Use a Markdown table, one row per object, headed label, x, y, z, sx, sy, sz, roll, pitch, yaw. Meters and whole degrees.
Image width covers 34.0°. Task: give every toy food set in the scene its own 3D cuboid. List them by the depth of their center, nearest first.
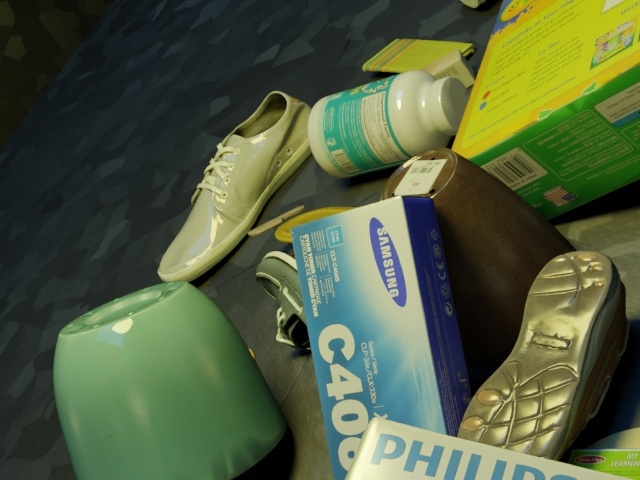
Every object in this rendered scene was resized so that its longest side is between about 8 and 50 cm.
| label | x | y | z | sx | sy | sz | roll | pitch | yaw |
| --- | --- | --- | --- | --- | --- | --- | --- | --- | --- |
| toy food set | 0.000 | 0.000 | 1.692 | 0.128 | 0.071 | 0.217 | -31 | 23 | -35 |

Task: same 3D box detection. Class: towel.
| label | x | y | z | sx | sy | sz | roll | pitch | yaw |
| --- | --- | --- | --- | --- | --- | --- | --- | --- | --- |
| towel | 0.179 | -0.339 | 1.953 | 0.102 | 0.021 | 0.237 | -41 | 29 | -18 |

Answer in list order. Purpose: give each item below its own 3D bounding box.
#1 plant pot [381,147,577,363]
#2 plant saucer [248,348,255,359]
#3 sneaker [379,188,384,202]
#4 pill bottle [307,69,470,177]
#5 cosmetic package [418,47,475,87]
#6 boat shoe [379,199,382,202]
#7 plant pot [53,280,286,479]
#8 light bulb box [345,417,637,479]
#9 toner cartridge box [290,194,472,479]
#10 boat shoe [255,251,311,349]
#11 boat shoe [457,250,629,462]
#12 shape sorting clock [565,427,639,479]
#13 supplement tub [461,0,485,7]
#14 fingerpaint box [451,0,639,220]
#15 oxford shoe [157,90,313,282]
| label | x | y | z | sx | sy | sz | roll | pitch | yaw |
| --- | --- | --- | --- | --- | --- | --- | --- | --- | --- |
| plant pot | 0.182 | 0.000 | 1.313 | 0.215 | 0.230 | 0.215 | -29 | 32 | 20 |
| plant saucer | -0.138 | 0.200 | 1.627 | 0.083 | 0.013 | 0.083 | -29 | 33 | 21 |
| sneaker | 0.131 | -0.044 | 1.618 | 0.058 | 0.052 | 0.135 | -58 | 26 | -10 |
| pill bottle | 0.117 | -0.195 | 1.725 | 0.264 | 0.146 | 0.146 | -10 | 42 | 40 |
| cosmetic package | 0.206 | -0.278 | 1.819 | 0.115 | 0.060 | 0.041 | -26 | 33 | 21 |
| boat shoe | 0.107 | 0.005 | 1.506 | 0.301 | 0.102 | 0.108 | -50 | 23 | 43 |
| plant pot | -0.221 | 0.193 | 1.404 | 0.292 | 0.235 | 0.293 | -20 | 9 | 3 |
| light bulb box | 0.154 | 0.367 | 0.743 | 0.357 | 0.225 | 0.361 | 10 | 51 | 20 |
| toner cartridge box | 0.076 | 0.136 | 1.197 | 0.165 | 0.075 | 0.348 | -16 | 81 | 35 |
| boat shoe | -0.027 | 0.108 | 1.523 | 0.099 | 0.116 | 0.319 | -43 | 35 | -11 |
| boat shoe | 0.254 | 0.169 | 1.130 | 0.123 | 0.116 | 0.324 | 15 | 67 | 46 |
| shape sorting clock | 0.297 | 0.266 | 1.022 | 0.206 | 0.040 | 0.206 | -34 | 27 | 20 |
| supplement tub | 0.325 | -0.546 | 1.951 | 0.199 | 0.144 | 0.144 | -42 | 30 | -2 |
| fingerpaint box | 0.405 | -0.258 | 1.357 | 0.444 | 0.163 | 0.371 | -29 | 31 | 49 |
| oxford shoe | -0.167 | -0.107 | 1.950 | 0.169 | 0.130 | 0.449 | 14 | 61 | 53 |
